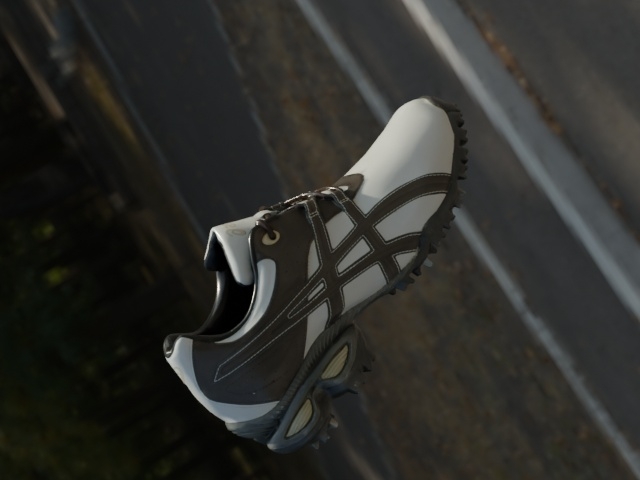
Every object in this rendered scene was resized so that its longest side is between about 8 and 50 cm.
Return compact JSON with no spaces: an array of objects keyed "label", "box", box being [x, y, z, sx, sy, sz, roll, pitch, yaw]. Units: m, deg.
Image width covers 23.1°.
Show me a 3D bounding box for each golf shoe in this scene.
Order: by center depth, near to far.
[{"label":"golf shoe","box":[0.000,0.000,0.750,0.094,0.198,0.077,35,160,-17]}]
